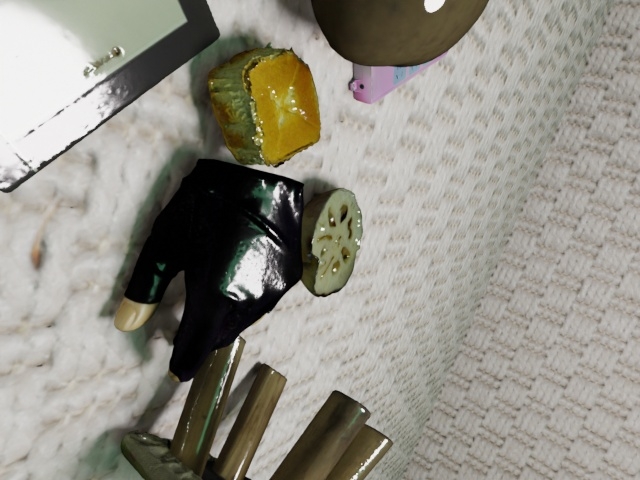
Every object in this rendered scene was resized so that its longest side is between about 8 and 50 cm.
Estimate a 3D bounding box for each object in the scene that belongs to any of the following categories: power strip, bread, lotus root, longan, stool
[{"bbox_3d":[0.145,-0.329,0.765,0.279,0.038,0.109,-41,144,-33],"label":"power strip"},{"bbox_3d":[-0.060,-0.158,0.527,0.140,0.069,0.127,-45,133,-44],"label":"bread"},{"bbox_3d":[0.002,0.000,0.767,0.204,0.078,0.183,13,89,-66],"label":"lotus root"},{"bbox_3d":[0.093,-0.309,0.527,0.248,0.248,0.248,-36,140,-38],"label":"longan"},{"bbox_3d":[-0.073,0.311,0.671,0.226,0.311,0.310,-56,150,-21],"label":"stool"}]

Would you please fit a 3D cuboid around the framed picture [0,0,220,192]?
[{"bbox_3d":[-0.223,-0.231,0.302,0.265,0.016,0.347,-50,146,-22],"label":"framed picture"}]

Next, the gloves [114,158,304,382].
[{"bbox_3d":[-0.131,0.045,0.550,0.197,0.152,0.300,10,120,-33],"label":"gloves"}]
